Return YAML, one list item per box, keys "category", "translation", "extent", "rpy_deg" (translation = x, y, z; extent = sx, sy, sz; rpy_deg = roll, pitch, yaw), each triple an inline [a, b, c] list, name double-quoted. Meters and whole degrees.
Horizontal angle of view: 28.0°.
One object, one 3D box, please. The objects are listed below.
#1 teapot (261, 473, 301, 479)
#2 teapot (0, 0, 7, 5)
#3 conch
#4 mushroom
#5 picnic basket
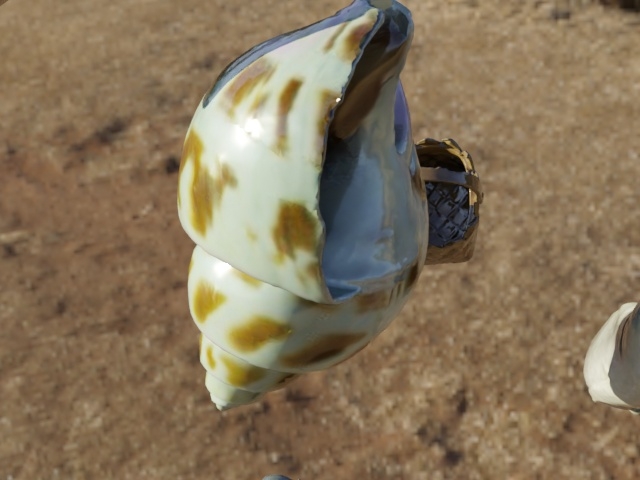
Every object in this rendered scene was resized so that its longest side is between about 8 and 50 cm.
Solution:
- category: "teapot"
  translation: [-0.042, 0.333, 1.591]
  extent: [0.057, 0.088, 0.066]
  rpy_deg: [-7, -11, 28]
- category: "teapot"
  translation: [-0.281, -0.273, 0.965]
  extent: [0.185, 0.268, 0.175]
  rpy_deg: [33, 28, -11]
- category: "conch"
  translation: [-0.019, -0.016, 1.024]
  extent: [0.197, 0.368, 0.249]
  rpy_deg: [4, 17, 15]
- category: "mushroom"
  translation: [0.303, 0.098, 1.156]
  extent: [0.097, 0.351, 0.109]
  rpy_deg: [32, 78, 10]
- category: "picnic basket"
  translation: [0.125, -0.054, 1.487]
  extent: [0.128, 0.138, 0.178]
  rpy_deg: [-6, -18, 14]
